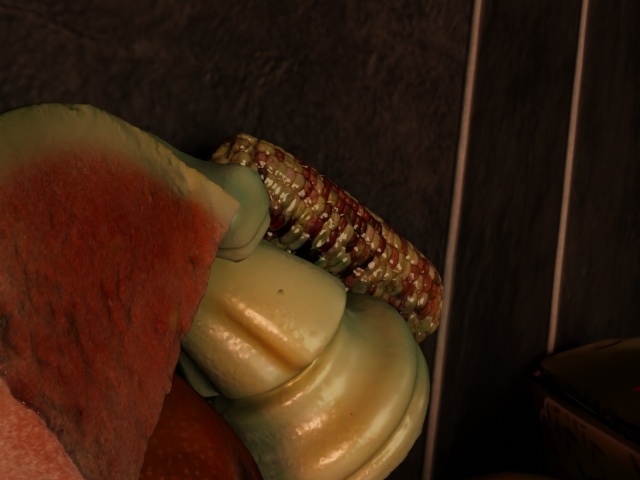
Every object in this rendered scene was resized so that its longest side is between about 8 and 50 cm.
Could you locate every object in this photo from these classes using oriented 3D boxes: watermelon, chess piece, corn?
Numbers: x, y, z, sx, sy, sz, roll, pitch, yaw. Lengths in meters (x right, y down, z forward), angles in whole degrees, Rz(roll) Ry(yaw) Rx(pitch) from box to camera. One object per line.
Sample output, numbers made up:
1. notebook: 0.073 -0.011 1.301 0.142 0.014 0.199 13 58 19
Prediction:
1. watermelon: -0.153 0.049 0.525 0.176 0.256 0.260 25 39 -11
2. chess piece: -0.066 0.034 0.742 0.298 0.175 0.176 51 58 -32
3. corn: 0.000 0.000 0.871 0.253 0.086 0.086 36 67 -36

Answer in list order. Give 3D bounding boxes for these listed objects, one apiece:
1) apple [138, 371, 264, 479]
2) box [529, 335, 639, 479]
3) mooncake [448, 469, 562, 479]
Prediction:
1. apple: -0.133 0.178 0.656 0.230 0.230 0.230 -2 92 -44
2. box: 0.341 0.330 1.005 0.138 0.373 0.421 -13 102 -11
3. mooncake: 0.112 0.343 0.669 0.467 0.467 0.262 -44 118 -34
